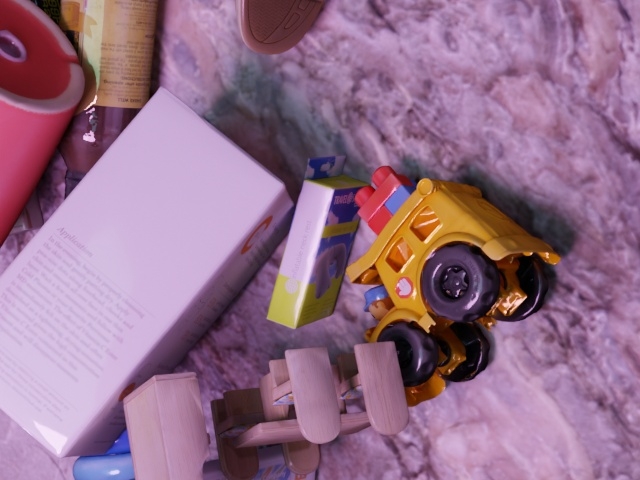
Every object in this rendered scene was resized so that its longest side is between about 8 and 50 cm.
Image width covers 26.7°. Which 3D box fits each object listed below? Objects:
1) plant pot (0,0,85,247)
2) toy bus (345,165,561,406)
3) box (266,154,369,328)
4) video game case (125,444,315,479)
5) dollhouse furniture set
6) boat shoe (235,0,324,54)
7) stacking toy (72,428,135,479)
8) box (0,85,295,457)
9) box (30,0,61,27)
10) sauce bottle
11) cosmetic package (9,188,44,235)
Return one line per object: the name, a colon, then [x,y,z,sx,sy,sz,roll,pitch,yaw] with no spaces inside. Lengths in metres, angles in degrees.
plant pot: [-0.398,-0.135,1.449,0.243,0.275,0.275,-42,80,29]
toy bus: [0.102,0.034,1.409,0.211,0.149,0.220,47,112,25]
box: [0.000,0.000,1.454,0.042,0.109,0.178,20,102,20]
video game case: [-0.131,0.385,1.433,0.036,0.329,0.299,9,99,42]
dollhouse furniture set: [-0.053,0.211,1.324,0.212,0.242,0.161,-38,59,57]
boat shoe: [-0.048,-0.353,1.452,0.098,0.109,0.302,20,106,59]
stacking toy: [-0.236,0.182,1.557,0.141,0.141,0.330,-8,89,22]
box: [-0.198,0.042,1.413,0.168,0.215,0.345,39,85,7]
box: [-0.438,-0.259,1.627,0.270,0.060,0.216,-16,89,22]
sauce bottle: [-0.248,-0.169,1.533,0.111,0.111,0.344,8,97,20]
cosmetic package: [-0.380,-0.064,1.633,0.060,0.041,0.115,-14,90,22]
